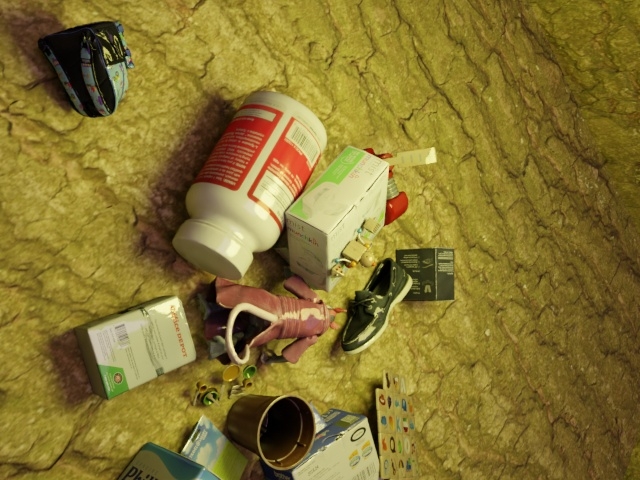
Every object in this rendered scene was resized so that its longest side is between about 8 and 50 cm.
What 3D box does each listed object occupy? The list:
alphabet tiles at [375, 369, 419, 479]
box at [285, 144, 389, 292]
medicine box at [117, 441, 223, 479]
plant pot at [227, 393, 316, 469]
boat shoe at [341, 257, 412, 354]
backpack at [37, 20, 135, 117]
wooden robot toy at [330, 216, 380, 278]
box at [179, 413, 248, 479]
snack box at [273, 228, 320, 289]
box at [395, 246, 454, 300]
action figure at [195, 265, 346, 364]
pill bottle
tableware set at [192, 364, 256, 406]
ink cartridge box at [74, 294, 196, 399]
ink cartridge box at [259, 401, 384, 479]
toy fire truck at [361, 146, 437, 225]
[{"bbox_3d":[0.218,0.546,1.761,0.285,0.011,0.343,32,52,-57],"label":"alphabet tiles"},{"bbox_3d":[0.046,-0.050,1.497,0.262,0.126,0.231,-49,155,-29],"label":"box"},{"bbox_3d":[-0.331,0.578,1.229,0.149,0.263,0.289,51,58,-25],"label":"medicine box"},{"bbox_3d":[-0.126,0.436,1.476,0.167,0.165,0.167,2,86,-40],"label":"plant pot"},{"bbox_3d":[0.141,0.171,1.744,0.340,0.127,0.113,-46,114,-34],"label":"boat shoe"},{"bbox_3d":[-0.454,-0.342,1.262,0.117,0.158,0.173,-50,133,-51],"label":"backpack"},{"bbox_3d":[0.099,0.035,1.445,0.173,0.079,0.076,-52,157,-20],"label":"wooden robot toy"},{"bbox_3d":[-0.249,0.495,1.430,0.178,0.042,0.109,53,39,-24],"label":"box"},{"bbox_3d":[0.000,0.000,1.658,0.174,0.070,0.207,49,61,-25],"label":"snack box"},{"bbox_3d":[0.312,0.102,1.873,0.093,0.156,0.158,4,85,-41],"label":"box"},{"bbox_3d":[-0.092,0.167,1.470,0.370,0.275,0.248,1,80,-26],"label":"action figure"},{"bbox_3d":[-0.163,-0.123,1.439,0.229,0.229,0.408,41,63,-31],"label":"pill bottle"},{"bbox_3d":[-0.221,0.339,1.464,0.154,0.024,0.104,0,115,-39],"label":"tableware set"},{"bbox_3d":[-0.386,0.219,1.321,0.208,0.087,0.153,-19,99,-38],"label":"ink cartridge box"},{"bbox_3d":[0.019,0.619,1.596,0.270,0.151,0.396,-23,103,-39],"label":"ink cartridge box"},{"bbox_3d":[0.198,-0.161,1.733,0.158,0.246,0.217,-35,109,-36],"label":"toy fire truck"}]
